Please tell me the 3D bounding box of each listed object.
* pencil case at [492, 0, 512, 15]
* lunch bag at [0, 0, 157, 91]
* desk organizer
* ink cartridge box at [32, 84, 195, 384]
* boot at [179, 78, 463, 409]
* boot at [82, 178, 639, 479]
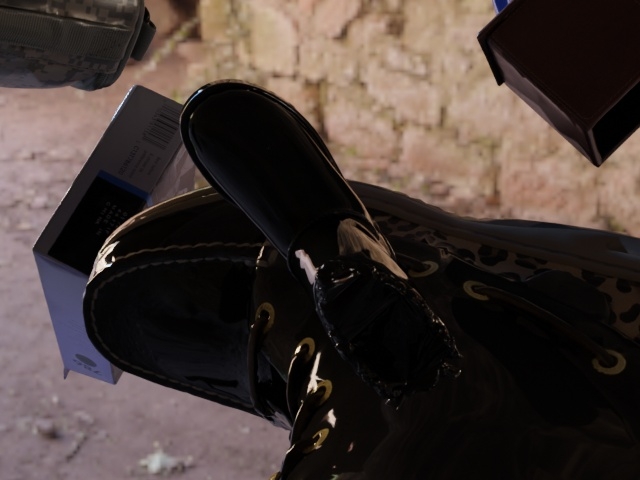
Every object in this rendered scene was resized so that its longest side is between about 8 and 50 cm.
[{"bbox_3d":[0.241,-0.169,0.732,0.306,0.119,0.133,-23,8,2],"label":"pencil case"},{"bbox_3d":[-0.281,-0.215,0.878,0.305,0.213,0.256,4,39,-35],"label":"lunch bag"},{"bbox_3d":[0.119,-0.090,0.447,0.050,0.130,0.047,46,2,21],"label":"desk organizer"},{"bbox_3d":[-0.170,0.017,1.149,0.065,0.333,0.165,25,68,3],"label":"ink cartridge box"},{"bbox_3d":[-0.001,0.000,0.480,0.045,0.121,0.099,-39,23,7],"label":"boot"},{"bbox_3d":[0.002,0.098,0.644,0.377,0.138,0.284,9,34,20],"label":"boot"}]
